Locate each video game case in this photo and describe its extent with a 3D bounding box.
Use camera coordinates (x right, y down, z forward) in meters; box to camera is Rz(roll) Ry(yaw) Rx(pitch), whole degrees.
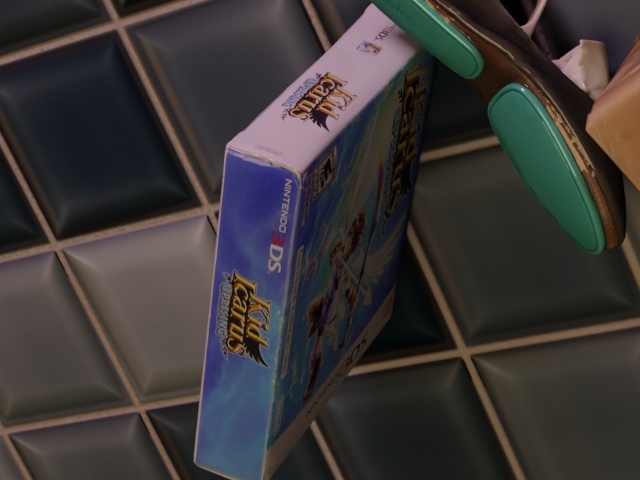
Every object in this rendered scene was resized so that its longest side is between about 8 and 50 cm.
[{"bbox_3d":[0.000,0.000,1.370,0.061,0.244,0.269,19,126,15],"label":"video game case"}]

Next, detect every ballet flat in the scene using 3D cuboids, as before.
[{"bbox_3d":[0.137,-0.123,1.312,0.280,0.096,0.095,50,164,-4],"label":"ballet flat"}]

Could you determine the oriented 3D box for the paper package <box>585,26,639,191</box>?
[{"bbox_3d":[0.377,-0.064,1.178,0.325,0.168,0.309,46,130,-5],"label":"paper package"}]
